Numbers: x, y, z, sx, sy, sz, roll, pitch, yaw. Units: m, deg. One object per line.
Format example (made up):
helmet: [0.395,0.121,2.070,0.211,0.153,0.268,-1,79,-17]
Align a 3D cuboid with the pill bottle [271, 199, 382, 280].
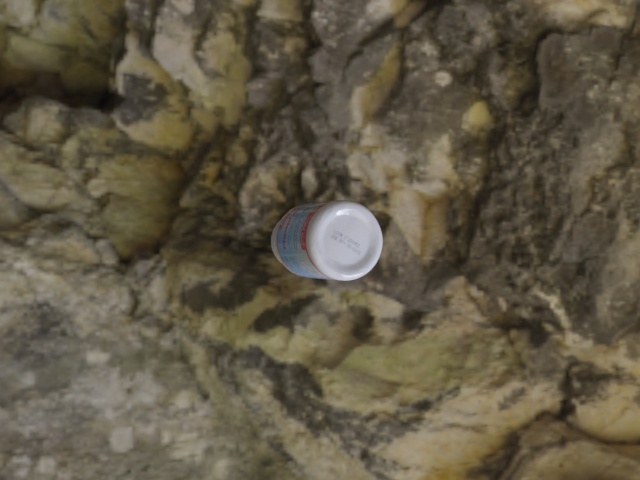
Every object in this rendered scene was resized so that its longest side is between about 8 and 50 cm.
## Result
pill bottle: [0.000,0.000,1.131,0.160,0.087,0.087,178,-88,-68]
